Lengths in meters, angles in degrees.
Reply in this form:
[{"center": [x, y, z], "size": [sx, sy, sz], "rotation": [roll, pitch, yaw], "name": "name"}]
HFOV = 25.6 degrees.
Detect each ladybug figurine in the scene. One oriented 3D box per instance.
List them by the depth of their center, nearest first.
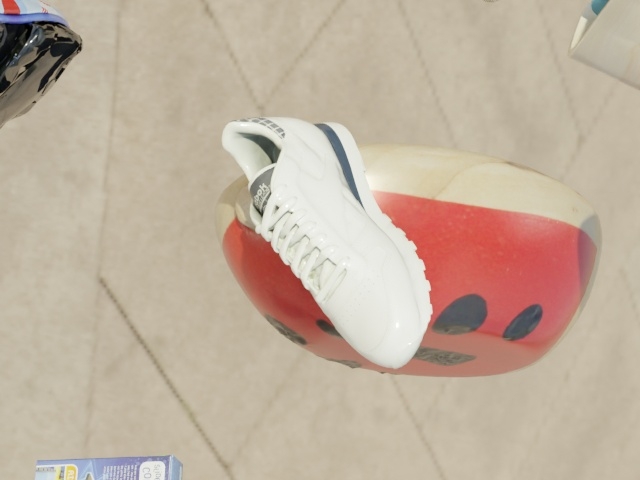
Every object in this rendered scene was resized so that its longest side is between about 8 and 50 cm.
[{"center": [0.091, 0.031, 1.332], "size": [0.449, 0.305, 0.162], "rotation": [14, 64, -41], "name": "ladybug figurine"}]

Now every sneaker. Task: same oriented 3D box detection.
[{"center": [0.000, 0.000, 1.040], "size": [0.094, 0.235, 0.090], "rotation": [10, 128, -41], "name": "sneaker"}]

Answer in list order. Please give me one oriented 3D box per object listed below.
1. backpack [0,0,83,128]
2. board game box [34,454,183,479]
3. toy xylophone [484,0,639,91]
[{"center": [-0.262, -0.092, 0.666], "size": [0.213, 0.263, 0.276], "rotation": [67, 18, -7], "name": "backpack"}, {"center": [-0.198, 0.298, 1.274], "size": [0.035, 0.136, 0.201], "rotation": [63, 26, -63], "name": "board game box"}, {"center": [0.251, -0.197, 1.004], "size": [0.236, 0.322, 0.081], "rotation": [28, 70, -8], "name": "toy xylophone"}]
